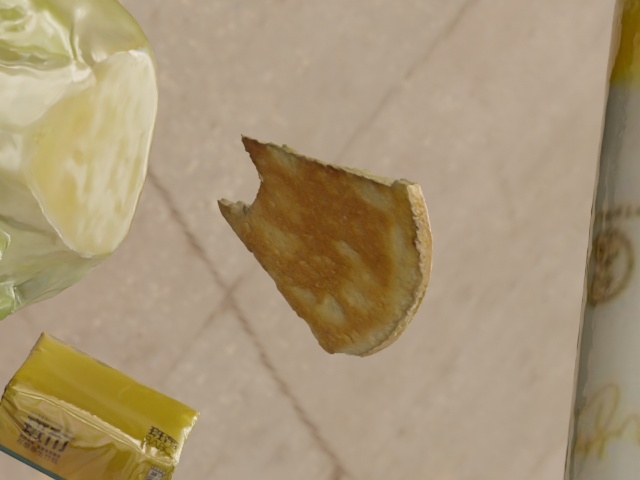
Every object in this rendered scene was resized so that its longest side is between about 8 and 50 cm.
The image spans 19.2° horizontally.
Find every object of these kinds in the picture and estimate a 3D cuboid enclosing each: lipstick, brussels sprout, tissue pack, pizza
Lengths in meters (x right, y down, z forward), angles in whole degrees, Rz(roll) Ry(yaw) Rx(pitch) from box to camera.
[{"bbox_3d":[0.100,0.033,0.533,0.059,0.059,0.264,36,60,-67],"label":"lipstick"},{"bbox_3d":[-0.232,-0.050,0.940,0.259,0.294,0.227,62,35,-57],"label":"brussels sprout"},{"bbox_3d":[-0.202,0.166,1.701,0.082,0.169,0.120,-61,-177,22],"label":"tissue pack"},{"bbox_3d":[0.000,0.000,1.622,0.034,0.262,0.181,-14,120,-40],"label":"pizza"}]
